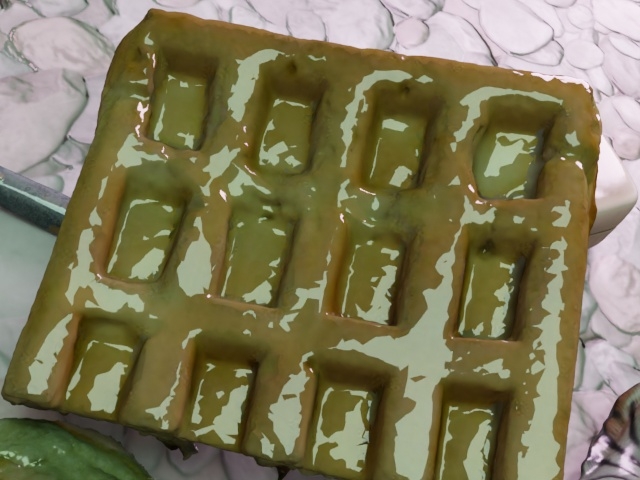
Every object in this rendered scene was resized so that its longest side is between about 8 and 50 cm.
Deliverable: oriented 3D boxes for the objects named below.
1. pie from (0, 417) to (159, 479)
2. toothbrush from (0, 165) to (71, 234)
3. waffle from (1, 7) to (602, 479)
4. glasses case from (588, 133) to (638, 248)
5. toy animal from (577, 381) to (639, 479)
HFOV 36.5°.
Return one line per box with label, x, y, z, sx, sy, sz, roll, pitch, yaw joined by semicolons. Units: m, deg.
pie;-0.136;0.209;0.520;0.248;0.090;0.201;39;57;12
toothbrush;-0.271;-0.061;0.685;0.375;0.037;0.028;26;56;-5
waffle;0.000;0.000;0.612;0.348;0.077;0.304;11;66;4
glasses case;0.084;-0.034;0.764;0.337;0.076;0.144;-15;65;-27
toy animal;0.197;0.211;0.646;0.255;0.089;0.170;-23;64;-33
